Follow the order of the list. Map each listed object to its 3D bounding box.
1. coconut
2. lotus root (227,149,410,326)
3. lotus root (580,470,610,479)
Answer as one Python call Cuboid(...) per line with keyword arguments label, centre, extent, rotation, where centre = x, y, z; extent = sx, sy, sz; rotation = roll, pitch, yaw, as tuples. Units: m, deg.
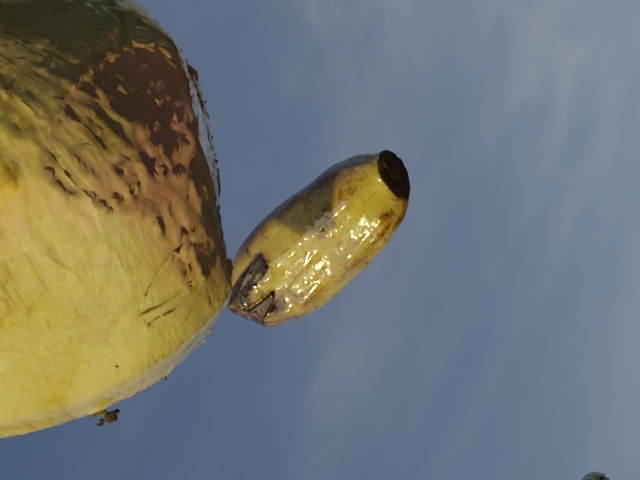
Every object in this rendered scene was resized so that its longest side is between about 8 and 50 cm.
Cuboid(label="coconut", centre=(-0.277, -0.065, 1.328), extent=(0.404, 0.404, 0.405), rotation=(13, -104, -62))
Cuboid(label="lotus root", centre=(0.000, 0.000, 1.688), extent=(0.110, 0.258, 0.097), rotation=(44, -149, -11))
Cuboid(label="lotus root", centre=(0.216, 0.244, 1.268), extent=(0.165, 0.088, 0.088), rotation=(-89, -15, -67))
